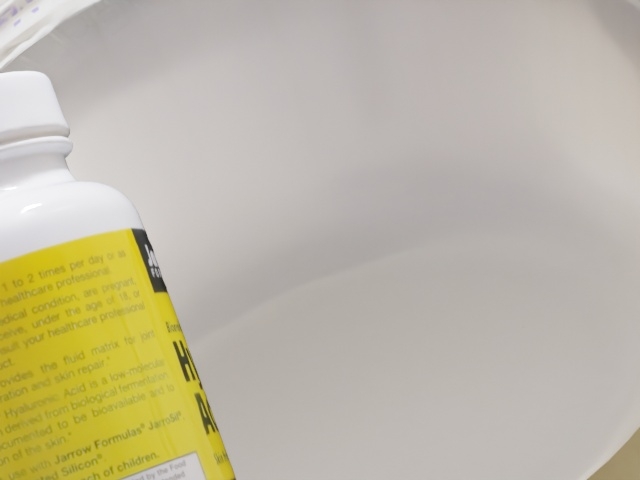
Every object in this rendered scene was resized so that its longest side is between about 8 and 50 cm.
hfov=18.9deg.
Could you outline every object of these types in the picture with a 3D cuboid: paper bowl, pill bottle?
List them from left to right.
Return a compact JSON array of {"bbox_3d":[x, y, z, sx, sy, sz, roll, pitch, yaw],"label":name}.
[{"bbox_3d":[-0.061,0.026,0.408,0.065,0.065,0.116,-20,-94,-7],"label":"pill bottle"},{"bbox_3d":[0.000,0.000,0.590,0.284,0.284,0.148,-12,-130,-8],"label":"paper bowl"}]
